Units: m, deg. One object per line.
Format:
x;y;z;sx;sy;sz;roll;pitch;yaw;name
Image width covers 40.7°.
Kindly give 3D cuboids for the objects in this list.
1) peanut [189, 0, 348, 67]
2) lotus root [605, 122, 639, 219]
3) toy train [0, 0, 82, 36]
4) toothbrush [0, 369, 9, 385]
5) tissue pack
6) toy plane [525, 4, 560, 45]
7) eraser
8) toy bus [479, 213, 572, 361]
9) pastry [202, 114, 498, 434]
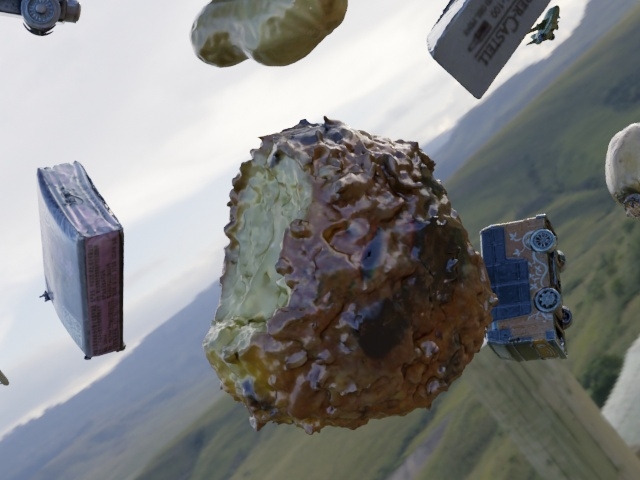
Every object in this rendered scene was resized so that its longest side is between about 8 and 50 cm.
-0.095;-0.353;1.411;0.318;0.148;0.147;-6;17;38;peanut
0.612;-0.126;1.667;0.118;0.221;0.125;-10;-28;37;lotus root
-0.582;-0.488;1.559;0.299;0.202;0.131;5;5;-18;toy train
-0.667;0.218;1.678;0.026;0.022;0.263;-28;-37;-13;toothbrush
-0.507;0.045;1.822;0.122;0.259;0.361;-18;-43;-32;tissue pack
0.369;-0.347;1.407;0.080;0.033;0.083;-14;-29;-30;toy plane
0.279;-0.370;1.290;0.352;0.111;0.077;-54;15;-12;eraser
0.416;0.104;1.759;0.167;0.275;0.138;-11;-27;23;toy bus
0.047;0.051;1.093;0.292;0.337;0.405;-25;52;56;pastry
